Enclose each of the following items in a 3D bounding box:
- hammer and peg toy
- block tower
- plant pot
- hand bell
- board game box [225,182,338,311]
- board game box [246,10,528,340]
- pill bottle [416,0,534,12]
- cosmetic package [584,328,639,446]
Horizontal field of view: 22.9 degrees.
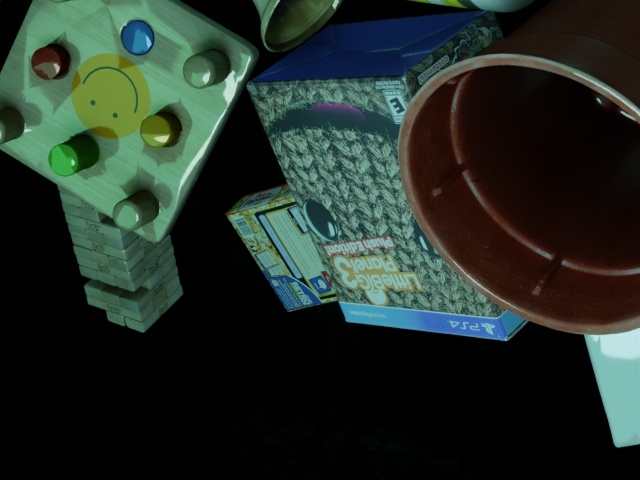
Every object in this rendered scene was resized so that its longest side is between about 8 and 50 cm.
[{"bbox_3d":[-0.270,-0.195,1.739,0.361,0.127,0.266,32,111,7],"label":"hammer and peg toy"},{"bbox_3d":[-0.257,-0.047,1.960,0.091,0.097,0.335,16,132,28],"label":"block tower"},{"bbox_3d":[0.249,-0.106,1.362,0.272,0.265,0.272,22,137,23],"label":"plant pot"},{"bbox_3d":[-0.092,-0.314,1.603,0.242,0.126,0.126,44,142,17],"label":"hand bell"},{"bbox_3d":[0.000,0.000,1.829,0.193,0.045,0.146,-13,115,45],"label":"board game box"},{"bbox_3d":[0.095,-0.065,1.587,0.232,0.141,0.291,3,124,48],"label":"board game box"},{"bbox_3d":[0.041,-0.314,1.408,0.334,0.188,0.188,13,132,30],"label":"pill bottle"},{"bbox_3d":[0.319,0.074,1.539,0.117,0.085,0.231,-11,101,25],"label":"cosmetic package"}]
